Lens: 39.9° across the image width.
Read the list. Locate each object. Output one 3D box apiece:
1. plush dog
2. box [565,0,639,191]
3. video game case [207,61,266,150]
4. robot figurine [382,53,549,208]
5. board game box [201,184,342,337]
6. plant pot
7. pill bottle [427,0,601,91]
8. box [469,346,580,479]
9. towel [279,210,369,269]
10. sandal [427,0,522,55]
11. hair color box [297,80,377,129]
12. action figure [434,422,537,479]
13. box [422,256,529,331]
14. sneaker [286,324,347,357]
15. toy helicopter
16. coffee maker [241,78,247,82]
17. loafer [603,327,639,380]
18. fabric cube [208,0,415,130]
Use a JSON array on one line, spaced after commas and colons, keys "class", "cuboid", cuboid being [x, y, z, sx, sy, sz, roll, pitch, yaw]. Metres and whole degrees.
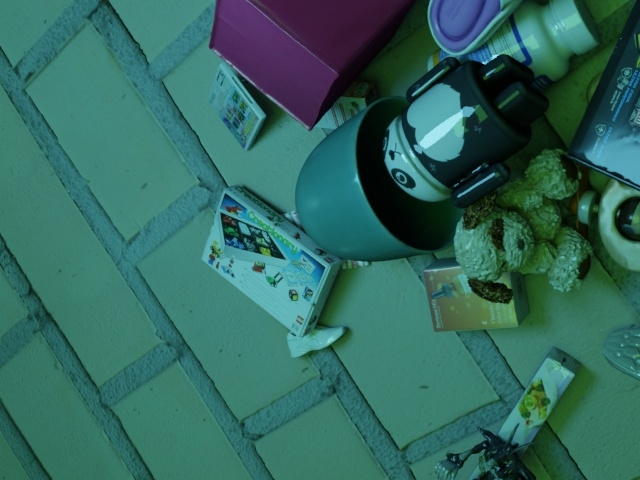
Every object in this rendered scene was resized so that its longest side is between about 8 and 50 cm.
[{"class": "plush dog", "cuboid": [0.324, -0.018, 1.537, 0.210, 0.225, 0.262, 15, 125, 53]}, {"class": "box", "cuboid": [0.575, -0.204, 1.364, 0.293, 0.073, 0.296, 34, 111, 35]}, {"class": "video game case", "cuboid": [-0.176, -0.275, 1.828, 0.143, 0.019, 0.157, 53, 155, 6]}, {"class": "robot figurine", "cuboid": [0.229, -0.183, 1.446, 0.173, 0.209, 0.278, 43, 122, -17]}, {"class": "board game box", "cuboid": [-0.111, 0.042, 1.874, 0.305, 0.053, 0.193, 36, 122, 23]}, {"class": "plant pot", "cuboid": [0.092, -0.092, 1.646, 0.235, 0.293, 0.293, -20, 94, 46]}, {"class": "pill bottle", "cuboid": [0.336, -0.322, 1.530, 0.272, 0.152, 0.152, -26, 90, 29]}, {"class": "box", "cuboid": [0.397, 0.356, 1.722, 0.063, 0.067, 0.324, 33, 116, 17]}, {"class": "towel", "cuboid": [0.000, 0.000, 1.853, 0.197, 0.029, 0.144, -10, 99, 28]}, {"class": "sandal", "cuboid": [0.255, -0.428, 1.327, 0.169, 0.102, 0.416, 49, 148, 21]}, {"class": "hair color box", "cuboid": [0.028, -0.268, 1.733, 0.167, 0.053, 0.093, 11, 144, 25]}, {"class": "action figure", "cuboid": [0.304, 0.475, 1.685, 0.164, 0.141, 0.276, 41, 120, 26]}, {"class": "box", "cuboid": [0.299, 0.099, 1.691, 0.170, 0.091, 0.130, -8, 99, 28]}, {"class": "sneaker", "cuboid": [-0.013, 0.206, 1.899, 0.152, 0.053, 0.061, -22, 90, 30]}, {"class": "toy helicopter", "cuboid": [0.523, -0.116, 1.525, 0.235, 0.140, 0.355, -18, 84, 38]}, {"class": "coffee maker", "cuboid": [-0.086, -0.414, 1.755, 0.171, 0.120, 0.178, -8, 101, 3]}, {"class": "loafer", "cuboid": [0.654, 0.237, 1.537, 0.319, 0.112, 0.111, 17, 156, 38]}, {"class": "fabric cube", "cuboid": [-0.013, -0.401, 1.546, 0.254, 0.258, 0.259, 41, 161, 0]}]
